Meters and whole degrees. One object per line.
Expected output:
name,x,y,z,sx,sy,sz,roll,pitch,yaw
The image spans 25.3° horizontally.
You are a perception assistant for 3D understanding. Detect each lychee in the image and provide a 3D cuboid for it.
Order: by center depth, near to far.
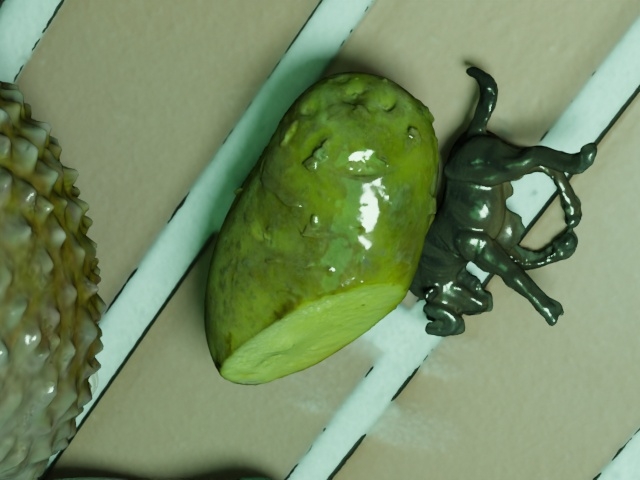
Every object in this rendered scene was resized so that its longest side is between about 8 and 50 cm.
lychee,-0.350,0.046,1.145,0.380,0.380,0.432,16,82,6

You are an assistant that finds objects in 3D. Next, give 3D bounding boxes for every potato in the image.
potato,0.000,0.000,1.181,0.141,0.176,0.298,8,121,-35

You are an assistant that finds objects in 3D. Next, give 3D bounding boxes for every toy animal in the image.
toy animal,0.143,-0.021,1.185,0.148,0.084,0.232,11,111,9

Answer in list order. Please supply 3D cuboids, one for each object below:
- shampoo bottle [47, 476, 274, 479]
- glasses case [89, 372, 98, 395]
shampoo bottle,-0.167,0.313,1.309,0.350,0.151,0.221,-14,101,14
glasses case,-0.287,0.138,1.337,0.164,0.041,0.063,-16,104,14
